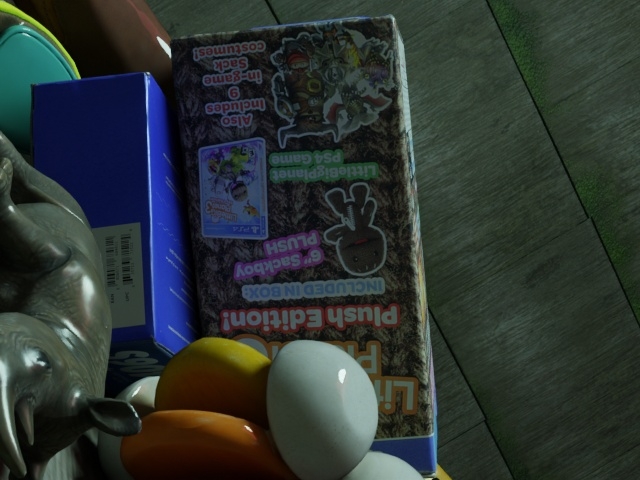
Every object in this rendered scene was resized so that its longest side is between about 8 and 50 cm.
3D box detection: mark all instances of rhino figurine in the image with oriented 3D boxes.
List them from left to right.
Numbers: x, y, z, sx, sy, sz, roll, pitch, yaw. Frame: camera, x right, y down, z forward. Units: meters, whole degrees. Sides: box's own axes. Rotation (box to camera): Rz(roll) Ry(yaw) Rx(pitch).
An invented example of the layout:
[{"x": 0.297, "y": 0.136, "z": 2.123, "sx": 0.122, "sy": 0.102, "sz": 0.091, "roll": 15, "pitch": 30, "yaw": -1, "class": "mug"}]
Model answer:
[{"x": -0.124, "y": 0.025, "z": 0.496, "sx": 0.106, "sy": 0.073, "sz": 0.243, "roll": 58, "pitch": -2, "yaw": -27, "class": "rhino figurine"}]

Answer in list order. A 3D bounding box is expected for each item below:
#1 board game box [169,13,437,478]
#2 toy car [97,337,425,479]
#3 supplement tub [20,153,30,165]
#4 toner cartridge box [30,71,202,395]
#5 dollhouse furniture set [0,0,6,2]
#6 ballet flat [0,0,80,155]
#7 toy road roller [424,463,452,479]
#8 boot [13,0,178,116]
[{"x": 0.000, "y": 0.000, "z": 0.867, "sx": 0.232, "sy": 0.141, "sz": 0.291, "roll": -47, "pitch": 132, "yaw": -82, "class": "board game box"}, {"x": -0.038, "y": 0.148, "z": 0.644, "sx": 0.182, "sy": 0.159, "sz": 0.136, "roll": 62, "pitch": 30, "yaw": -19, "class": "toy car"}, {"x": -0.194, "y": -0.032, "z": 0.931, "sx": 0.107, "sy": 0.071, "sz": 0.071, "roll": 60, "pitch": -4, "yaw": -19, "class": "supplement tub"}, {"x": -0.109, "y": 0.027, "z": 0.854, "sx": 0.348, "sy": 0.075, "sz": 0.165, "roll": 66, "pitch": 20, "yaw": -72, "class": "toner cartridge box"}, {"x": -0.281, "y": -0.285, "z": 1.068, "sx": 0.286, "sy": 0.198, "sz": 0.303, "roll": 56, "pitch": -6, "yaw": 45, "class": "dollhouse furniture set"}, {"x": -0.219, "y": -0.123, "z": 0.727, "sx": 0.077, "sy": 0.077, "sz": 0.231, "roll": 41, "pitch": 1, "yaw": 26, "class": "ballet flat"}, {"x": 0.024, "y": 0.273, "z": 1.276, "sx": 0.240, "sy": 0.202, "sz": 0.329, "roll": 49, "pitch": -3, "yaw": 2, "class": "toy road roller"}, {"x": -0.154, "y": -0.174, "z": 0.786, "sx": 0.264, "sy": 0.096, "sz": 0.280, "roll": 63, "pitch": -9, "yaw": 1, "class": "boot"}]
